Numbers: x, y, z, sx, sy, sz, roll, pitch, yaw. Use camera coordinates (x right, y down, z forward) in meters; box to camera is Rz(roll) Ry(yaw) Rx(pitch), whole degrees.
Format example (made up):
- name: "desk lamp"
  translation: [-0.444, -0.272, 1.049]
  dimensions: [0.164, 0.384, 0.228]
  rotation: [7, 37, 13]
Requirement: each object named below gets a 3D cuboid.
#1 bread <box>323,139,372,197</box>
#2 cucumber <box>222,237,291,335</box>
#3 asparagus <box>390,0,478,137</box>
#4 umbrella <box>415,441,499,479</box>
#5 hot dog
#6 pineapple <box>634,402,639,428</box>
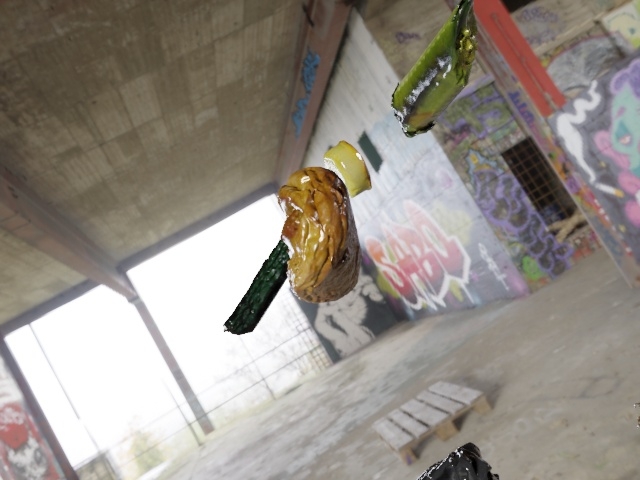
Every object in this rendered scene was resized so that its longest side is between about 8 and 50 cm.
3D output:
- name: "bread"
  translation: [0.077, -0.199, 1.591]
  dimensions: [0.086, 0.156, 0.125]
  rotation: [-33, -14, -13]
- name: "cucumber"
  translation: [-0.080, 0.065, 0.930]
  dimensions: [0.220, 0.046, 0.070]
  rotation: [-57, -5, -21]
- name: "asparagus"
  translation: [0.250, -0.347, 1.231]
  dimensions: [0.108, 0.128, 0.382]
  rotation: [-21, -10, -19]
- name: "umbrella"
  translation: [0.216, 0.371, 0.674]
  dimensions: [0.110, 0.272, 0.122]
  rotation: [-27, -17, -31]
- name: "hot dog"
  translation: [0.002, -0.003, 0.757]
  dimensions: [0.099, 0.161, 0.227]
  rotation: [-8, -24, 9]
- name: "pineapple"
  translation: [0.788, 0.382, 1.238]
  dimensions: [0.221, 0.221, 0.047]
  rotation: [-33, -42, 19]
